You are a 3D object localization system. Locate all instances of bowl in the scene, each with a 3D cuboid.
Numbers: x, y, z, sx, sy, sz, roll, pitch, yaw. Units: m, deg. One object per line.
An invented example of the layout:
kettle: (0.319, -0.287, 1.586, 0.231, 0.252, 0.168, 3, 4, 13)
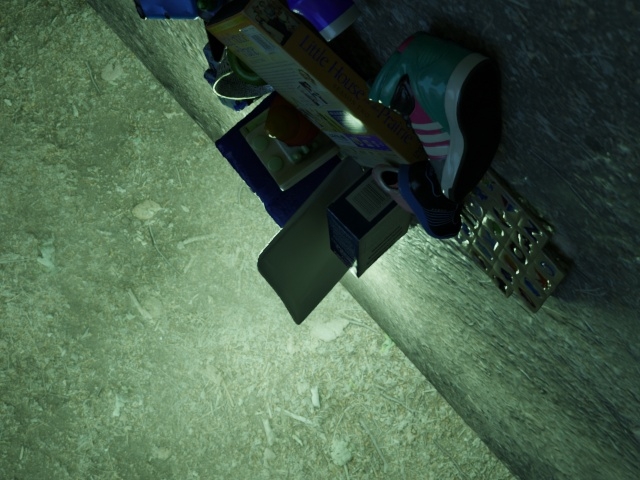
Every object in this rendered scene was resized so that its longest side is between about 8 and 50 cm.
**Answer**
bowl: (-0.163, -0.387, 1.951, 0.170, 0.170, 0.080, 93, 166, -78)

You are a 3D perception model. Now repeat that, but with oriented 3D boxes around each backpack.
backpack: (-0.220, -0.419, 2.118, 0.158, 0.117, 0.173, 37, 163, 50)

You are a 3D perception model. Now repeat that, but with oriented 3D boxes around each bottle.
bottle: (-0.051, -0.418, 1.252, 0.283, 0.118, 0.092, 50, 171, -14)

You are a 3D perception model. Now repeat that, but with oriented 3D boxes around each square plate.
square plate: (0.000, 0.000, 2.077, 0.049, 0.347, 0.344, 34, 166, 29)

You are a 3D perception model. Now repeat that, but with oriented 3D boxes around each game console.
game console: (-0.368, -0.657, 1.925, 0.250, 0.173, 0.293, 8, 137, 27)

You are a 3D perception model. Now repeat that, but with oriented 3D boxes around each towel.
towel: (-0.084, -0.184, 2.084, 0.308, 0.227, 0.076, 52, 164, -19)

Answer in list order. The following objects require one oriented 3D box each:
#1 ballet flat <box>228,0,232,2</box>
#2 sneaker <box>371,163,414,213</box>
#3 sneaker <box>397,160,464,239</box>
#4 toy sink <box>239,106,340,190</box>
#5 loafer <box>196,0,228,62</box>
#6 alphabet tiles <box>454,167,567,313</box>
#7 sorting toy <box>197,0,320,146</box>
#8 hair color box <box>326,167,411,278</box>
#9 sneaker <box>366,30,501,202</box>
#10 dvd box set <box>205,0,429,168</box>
ballet flat: (-0.157, -0.487, 1.669, 0.221, 0.077, 0.079, 45, -171, 30)
sneaker: (0.151, -0.088, 1.558, 0.134, 0.051, 0.070, 37, -178, -6)
sneaker: (0.214, -0.065, 1.498, 0.090, 0.082, 0.232, -3, 157, 28)
toy sink: (-0.074, -0.224, 1.897, 0.131, 0.152, 0.234, 54, -179, -20)
loafer: (-0.218, -0.482, 1.879, 0.109, 0.095, 0.302, 47, 172, 20)
alphabet tiles: (0.304, -0.012, 1.523, 0.285, 0.011, 0.342, 50, 168, 16)
sorting toy: (-0.139, -0.338, 1.726, 0.366, 0.127, 0.126, 59, -149, -5)
hair color box: (0.109, -0.045, 1.920, 0.105, 0.174, 0.347, 46, 171, 13)
sneaker: (0.152, -0.184, 1.236, 0.178, 0.124, 0.296, 39, 160, 26)
dvd box set: (-0.004, -0.276, 1.572, 0.420, 0.062, 0.307, 39, 174, -19)
